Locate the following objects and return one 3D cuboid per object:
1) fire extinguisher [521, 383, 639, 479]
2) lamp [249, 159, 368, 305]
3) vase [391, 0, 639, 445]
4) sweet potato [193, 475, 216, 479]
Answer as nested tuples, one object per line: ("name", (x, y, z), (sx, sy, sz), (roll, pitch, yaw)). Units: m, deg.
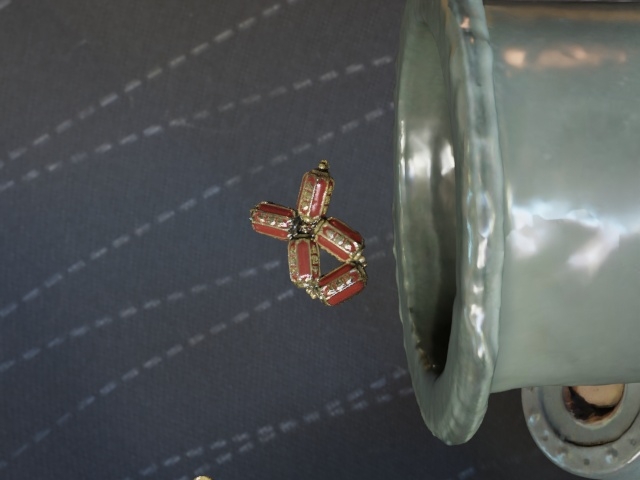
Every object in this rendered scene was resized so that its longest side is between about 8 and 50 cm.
("fire extinguisher", (0.331, 0.133, 0.741), (0.200, 0.376, 0.113), (5, 82, 50))
("lamp", (0.000, 0.000, 0.638), (0.063, 0.083, 0.031), (-34, -9, 9))
("vase", (0.190, -0.023, 0.524), (0.291, 0.245, 0.245), (-2, 35, -5))
("sweet potato", (-0.123, 0.349, 1.315), (0.049, 0.117, 0.049), (-27, 36, 22))
